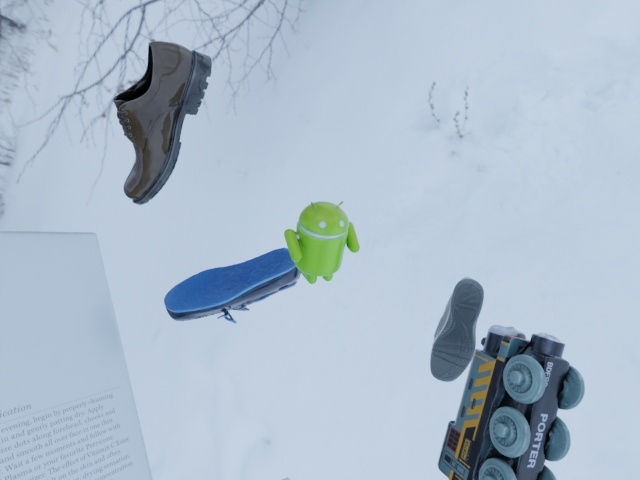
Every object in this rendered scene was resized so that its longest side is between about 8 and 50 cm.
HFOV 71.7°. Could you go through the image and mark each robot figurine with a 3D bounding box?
[{"bbox_3d":[0.000,0.000,0.579,0.067,0.101,0.115,51,139,49],"label":"robot figurine"}]

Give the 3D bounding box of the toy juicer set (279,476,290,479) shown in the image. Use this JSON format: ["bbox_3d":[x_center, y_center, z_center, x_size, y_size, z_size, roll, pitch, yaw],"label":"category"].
[{"bbox_3d":[-0.075,0.570,0.840,0.209,0.090,0.329,-36,41,-18],"label":"toy juicer set"}]

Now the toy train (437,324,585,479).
[{"bbox_3d":[0.323,0.314,0.781,0.190,0.142,0.334,13,88,67],"label":"toy train"}]

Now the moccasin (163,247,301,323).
[{"bbox_3d":[-0.196,0.132,1.076,0.117,0.341,0.138,90,157,-43],"label":"moccasin"}]

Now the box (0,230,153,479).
[{"bbox_3d":[-0.337,0.187,0.475,0.215,0.168,0.346,-25,77,29],"label":"box"}]

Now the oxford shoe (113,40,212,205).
[{"bbox_3d":[-0.229,-0.151,0.582,0.083,0.096,0.227,51,122,45],"label":"oxford shoe"}]

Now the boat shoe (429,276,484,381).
[{"bbox_3d":[0.410,0.266,1.333,0.118,0.103,0.321,13,94,13],"label":"boat shoe"}]
